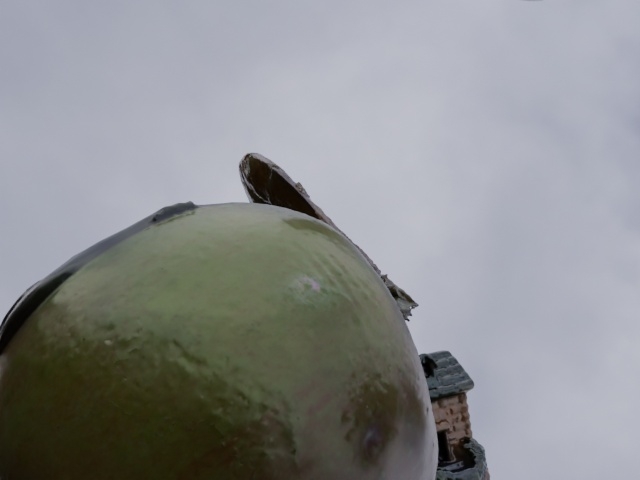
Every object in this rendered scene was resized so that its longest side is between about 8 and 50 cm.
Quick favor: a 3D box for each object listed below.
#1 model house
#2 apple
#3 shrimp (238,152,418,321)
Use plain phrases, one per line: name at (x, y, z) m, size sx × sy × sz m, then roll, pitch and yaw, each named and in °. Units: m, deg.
model house at (0.068, 0.183, 1.622) m, size 0.166 × 0.183 × 0.172 m, roll -8°, pitch -91°, yaw 62°
apple at (-0.042, 0.086, 0.698) m, size 0.207 × 0.188 × 0.174 m, roll 61°, pitch -9°, yaw -14°
shrimp at (-0.001, 0.001, 1.365) m, size 0.217 × 0.051 × 0.115 m, roll 45°, pitch -9°, yaw 21°
